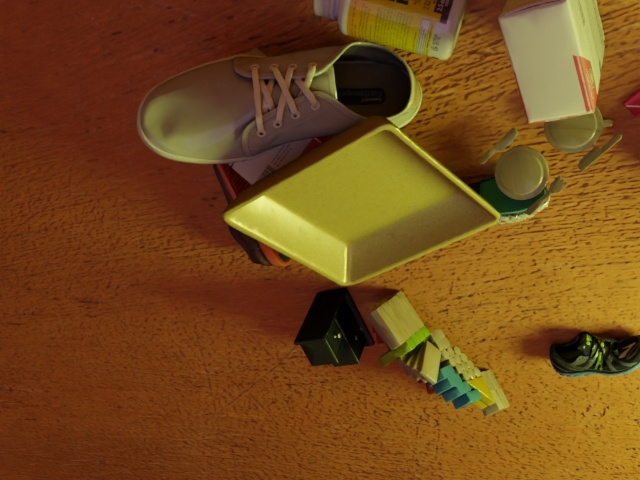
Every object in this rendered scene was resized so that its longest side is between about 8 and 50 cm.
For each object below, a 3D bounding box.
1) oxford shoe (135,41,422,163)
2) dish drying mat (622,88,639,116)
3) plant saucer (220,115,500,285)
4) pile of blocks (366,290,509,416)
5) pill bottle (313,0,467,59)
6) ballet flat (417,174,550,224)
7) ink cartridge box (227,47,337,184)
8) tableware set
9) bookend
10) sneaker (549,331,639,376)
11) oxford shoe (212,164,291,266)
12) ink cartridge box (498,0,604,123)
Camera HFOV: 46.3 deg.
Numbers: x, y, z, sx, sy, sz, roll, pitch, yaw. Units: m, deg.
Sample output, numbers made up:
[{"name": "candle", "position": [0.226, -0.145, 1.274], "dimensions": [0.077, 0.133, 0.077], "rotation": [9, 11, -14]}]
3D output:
[{"name": "oxford shoe", "position": [-0.056, -0.217, 1.136], "dimensions": [0.449, 0.130, 0.169], "rotation": [-8, 86, -7]}, {"name": "dish drying mat", "position": [0.497, -0.222, 1.122], "dimensions": [0.032, 0.008, 0.083], "rotation": [41, 128, -10]}, {"name": "plant saucer", "position": [0.066, -0.066, 1.208], "dimensions": [0.333, 0.081, 0.332], "rotation": [-26, 143, 31]}, {"name": "pile of blocks", "position": [0.211, 0.260, 1.494], "dimensions": [0.362, 0.149, 0.112], "rotation": [41, 128, -12]}, {"name": "pill bottle", "position": [0.103, -0.348, 1.104], "dimensions": [0.215, 0.117, 0.117], "rotation": [17, 129, 8]}, {"name": "ballet flat", "position": [0.278, -0.059, 1.291], "dimensions": [0.241, 0.091, 0.077], "rotation": [-3, 154, 28]}, {"name": "ink cartridge box", "position": [-0.082, -0.186, 1.287], "dimensions": [0.237, 0.100, 0.172], "rotation": [41, 129, -1]}, {"name": "tableware set", "position": [0.362, -0.146, 1.191], "dimensions": [0.194, 0.039, 0.128], "rotation": [-45, 76, 25]}, {"name": "bookend", "position": [0.032, 0.207, 1.516], "dimensions": [0.072, 0.157, 0.156], "rotation": [-12, 119, 28]}, {"name": "sneaker", "position": [0.517, 0.208, 1.393], "dimensions": [0.188, 0.067, 0.078], "rotation": [-15, 125, 32]}, {"name": "oxford shoe", "position": [-0.151, -0.055, 1.434], "dimensions": [0.098, 0.097, 0.271], "rotation": [-7, 122, 32]}, {"name": "ink cartridge box", "position": [0.318, -0.280, 1.009], "dimensions": [0.092, 0.218, 0.159], "rotation": [-7, 122, 31]}]
